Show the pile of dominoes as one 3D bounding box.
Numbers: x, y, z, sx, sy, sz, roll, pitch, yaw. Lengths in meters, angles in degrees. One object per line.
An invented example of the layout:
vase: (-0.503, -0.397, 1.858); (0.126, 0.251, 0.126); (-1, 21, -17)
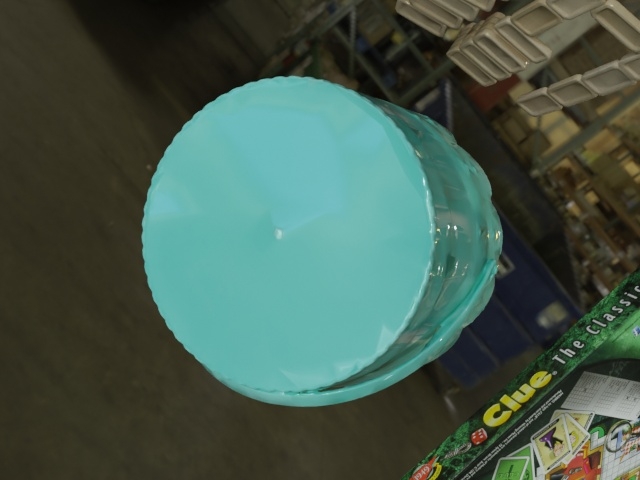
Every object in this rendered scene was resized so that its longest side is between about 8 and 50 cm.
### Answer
pile of dominoes: (0.196, -0.207, 0.871); (0.196, 0.040, 0.251); (37, -14, -14)

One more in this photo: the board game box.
board game box: (0.160, 0.092, 0.456); (0.136, 0.259, 0.030); (54, -9, -20)

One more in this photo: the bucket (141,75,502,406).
bucket: (0.000, 0.000, 0.774); (0.281, 0.281, 0.183); (56, 16, 14)
